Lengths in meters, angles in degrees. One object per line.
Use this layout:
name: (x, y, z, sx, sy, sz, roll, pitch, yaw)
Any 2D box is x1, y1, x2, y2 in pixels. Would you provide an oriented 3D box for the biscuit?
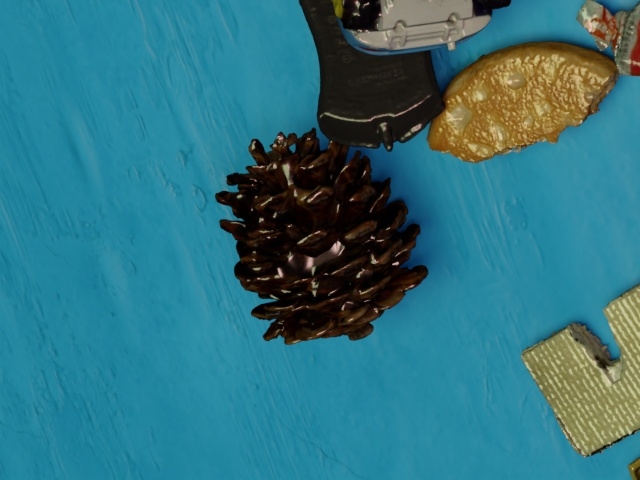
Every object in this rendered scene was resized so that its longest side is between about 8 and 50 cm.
biscuit: (0.347, 0.132, 1.858, 0.250, 0.046, 0.147, -38, 82, 39)

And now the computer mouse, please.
computer mouse: (0.059, -0.220, 1.893, 0.147, 0.088, 0.264, -10, 75, 12)

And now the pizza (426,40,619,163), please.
pizza: (0.219, -0.155, 1.836, 0.246, 0.058, 0.127, -33, 86, 37)

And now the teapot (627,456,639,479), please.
teapot: (0.403, 0.296, 1.845, 0.166, 0.130, 0.119, 28, 145, 62)

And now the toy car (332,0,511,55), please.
toy car: (0.087, -0.354, 1.787, 0.166, 0.198, 0.314, 175, 85, -80)

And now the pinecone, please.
pinecone: (0.000, 0.000, 1.943, 0.224, 0.224, 0.272, -5, 113, 37)

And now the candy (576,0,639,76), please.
candy: (0.388, -0.197, 1.693, 0.292, 0.059, 0.086, 13, 96, 31)
